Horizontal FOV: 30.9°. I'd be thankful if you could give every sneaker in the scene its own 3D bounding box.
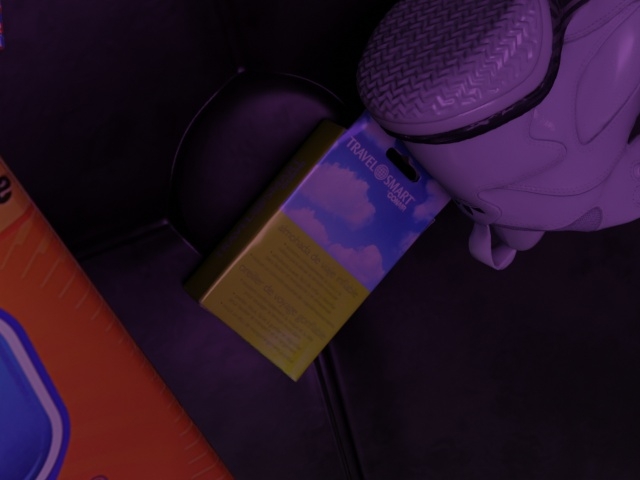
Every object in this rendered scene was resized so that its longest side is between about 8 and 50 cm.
[{"bbox_3d":[0.196,-0.148,0.820,0.366,0.137,0.210,-44,131,-14],"label":"sneaker"}]

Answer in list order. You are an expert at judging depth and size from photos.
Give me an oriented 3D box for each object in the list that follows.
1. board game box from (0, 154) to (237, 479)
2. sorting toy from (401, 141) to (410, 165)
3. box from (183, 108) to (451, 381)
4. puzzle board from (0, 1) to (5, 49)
[{"bbox_3d":[-0.278,0.091,0.492,0.356,0.356,0.356,-39,133,-13],"label":"board game box"},{"bbox_3d":[0.070,-0.103,0.840,0.062,0.012,0.083,-35,121,-8],"label":"sorting toy"},{"bbox_3d":[0.000,0.000,0.825,0.178,0.042,0.109,-50,121,-3],"label":"box"},{"bbox_3d":[-0.252,-0.153,0.671,0.128,0.011,0.096,-9,111,-22],"label":"puzzle board"}]
